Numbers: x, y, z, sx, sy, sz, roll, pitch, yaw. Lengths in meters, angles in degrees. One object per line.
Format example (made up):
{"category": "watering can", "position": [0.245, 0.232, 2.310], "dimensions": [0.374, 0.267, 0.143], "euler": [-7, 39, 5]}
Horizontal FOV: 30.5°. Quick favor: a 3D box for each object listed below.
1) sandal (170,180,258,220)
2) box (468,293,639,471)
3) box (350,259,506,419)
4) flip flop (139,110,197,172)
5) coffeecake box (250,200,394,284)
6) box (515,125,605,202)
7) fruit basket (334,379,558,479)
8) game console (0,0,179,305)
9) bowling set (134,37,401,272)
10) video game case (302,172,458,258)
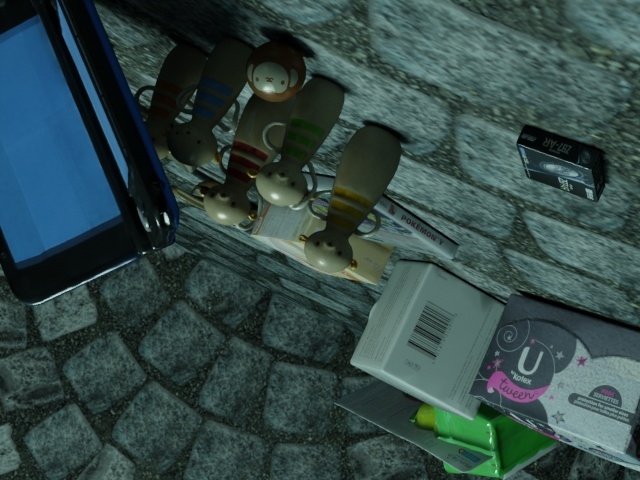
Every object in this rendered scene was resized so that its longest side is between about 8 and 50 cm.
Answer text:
{"category": "sandal", "position": [-0.169, -0.071, 1.923], "dimensions": [0.180, 0.049, 0.072], "euler": [14, -175, -36]}
{"category": "box", "position": [0.354, 0.192, 1.583], "dimensions": [0.247, 0.163, 0.142], "euler": [17, 170, 42]}
{"category": "box", "position": [0.173, 0.149, 1.783], "dimensions": [0.182, 0.181, 0.119], "euler": [29, 171, -21]}
{"category": "flip flop", "position": [-0.298, -0.158, 1.635], "dimensions": [0.277, 0.080, 0.112], "euler": [27, 171, -6]}
{"category": "coffeecake box", "position": [0.000, 0.000, 1.770], "dimensions": [0.142, 0.068, 0.185], "euler": [29, 171, -25]}
{"category": "box", "position": [0.202, -0.063, 0.983], "dimensions": [0.067, 0.018, 0.083], "euler": [23, 171, 21]}
{"category": "fruit basket", "position": [0.251, 0.271, 2.003], "dimensions": [0.353, 0.327, 0.165], "euler": [10, 119, 56]}
{"category": "game console", "position": [-0.265, -0.104, 1.096], "dimensions": [0.250, 0.173, 0.293], "euler": [145, 101, -79]}
{"category": "bowling set", "position": [-0.073, -0.098, 1.107], "dimensions": [0.287, 0.154, 0.200], "euler": [23, 171, 11]}
{"category": "video game case", "position": [0.056, -0.037, 1.547], "dimensions": [0.183, 0.023, 0.201], "euler": [31, 171, -34]}
